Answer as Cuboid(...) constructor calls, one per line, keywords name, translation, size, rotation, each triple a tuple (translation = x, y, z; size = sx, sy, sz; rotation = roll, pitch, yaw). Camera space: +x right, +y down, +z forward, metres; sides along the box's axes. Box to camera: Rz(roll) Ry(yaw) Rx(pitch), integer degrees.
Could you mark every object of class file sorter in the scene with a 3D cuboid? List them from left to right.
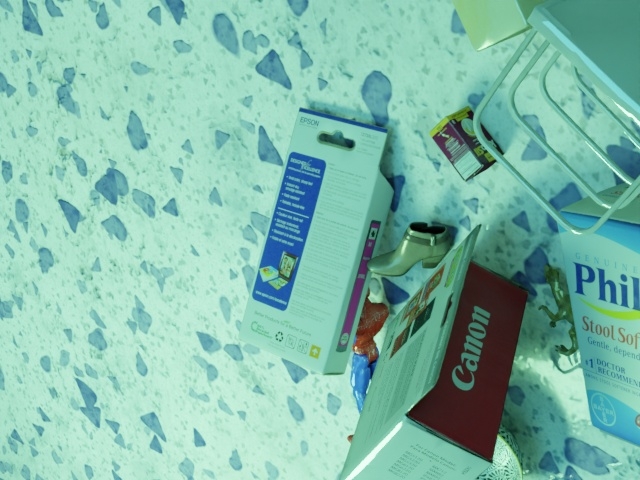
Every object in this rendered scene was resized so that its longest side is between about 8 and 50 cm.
Cuboid(name="file sorter", translation=(0.328, -0.159, 1.173), size=(0.193, 0.277, 0.173), rotation=(48, 140, 15))

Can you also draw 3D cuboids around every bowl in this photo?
Cuboid(name="bowl", translation=(0.232, 0.314, 1.637), size=(0.170, 0.080, 0.170), rotation=(15, 120, 27))

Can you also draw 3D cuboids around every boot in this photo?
Cuboid(name="boot", translation=(0.126, 0.009, 1.582), size=(0.087, 0.118, 0.042), rotation=(92, 170, -50))

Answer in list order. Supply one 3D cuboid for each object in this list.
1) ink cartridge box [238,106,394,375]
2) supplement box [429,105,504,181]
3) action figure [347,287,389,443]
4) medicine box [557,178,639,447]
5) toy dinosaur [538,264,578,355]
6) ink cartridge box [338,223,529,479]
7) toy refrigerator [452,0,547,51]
Cuboid(name="ink cartridge box", translation=(0.000, 0.000, 1.660), size=(0.175, 0.069, 0.371), rotation=(19, 98, 37))
Cuboid(name="supplement box", translation=(0.193, -0.128, 1.474), size=(0.083, 0.055, 0.043), rotation=(54, 137, 7))
Cuboid(name="action figure", translation=(0.043, 0.177, 1.748), size=(0.139, 0.091, 0.280), rotation=(21, 126, 37))
Cuboid(name="medicine box", translation=(0.422, 0.093, 1.245), size=(0.263, 0.149, 0.289), rotation=(17, 124, 61))
Cuboid(name="toy dinosaur", translation=(0.347, 0.109, 1.451), size=(0.183, 0.053, 0.093), rotation=(38, 131, 24))
Cuboid(name="ink cartridge box", translation=(0.166, 0.176, 1.455), size=(0.130, 0.309, 0.272), rotation=(29, 135, -6))
Cuboid(name="toy refrigerator", translation=(0.183, -0.371, 1.326), size=(0.094, 0.102, 0.270), rotation=(-21, 96, 47))
